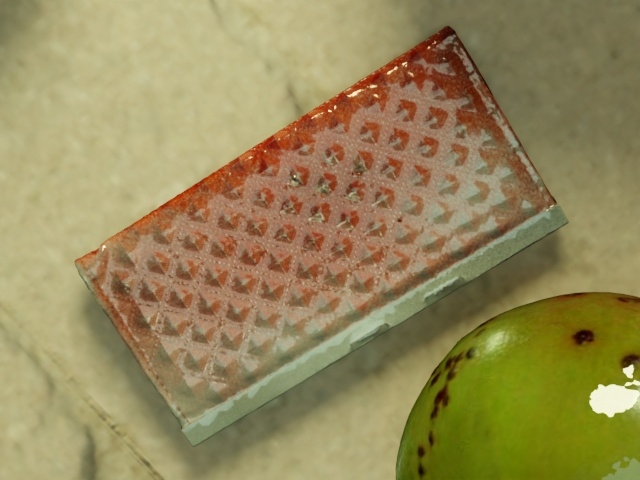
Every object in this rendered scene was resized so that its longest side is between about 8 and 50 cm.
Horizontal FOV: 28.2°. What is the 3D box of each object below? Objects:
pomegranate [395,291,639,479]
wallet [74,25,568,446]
[{"bbox_3d":[0.103,0.107,0.504,0.159,0.205,0.159,10,119,18],"label":"pomegranate"},{"bbox_3d":[0.000,0.000,0.562,0.196,0.020,0.103,-32,102,3],"label":"wallet"}]
